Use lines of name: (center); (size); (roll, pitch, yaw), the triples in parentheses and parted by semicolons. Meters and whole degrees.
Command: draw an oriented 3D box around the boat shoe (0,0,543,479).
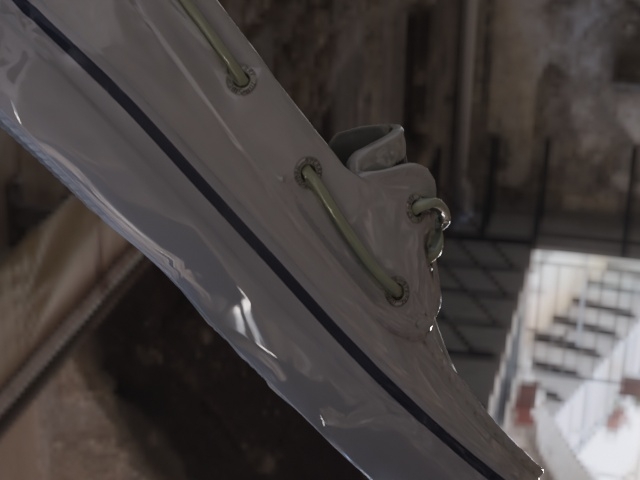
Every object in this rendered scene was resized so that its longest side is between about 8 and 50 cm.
boat shoe: (0.000, 0.000, 0.412); (0.076, 0.226, 0.083); (-47, -158, -5)
